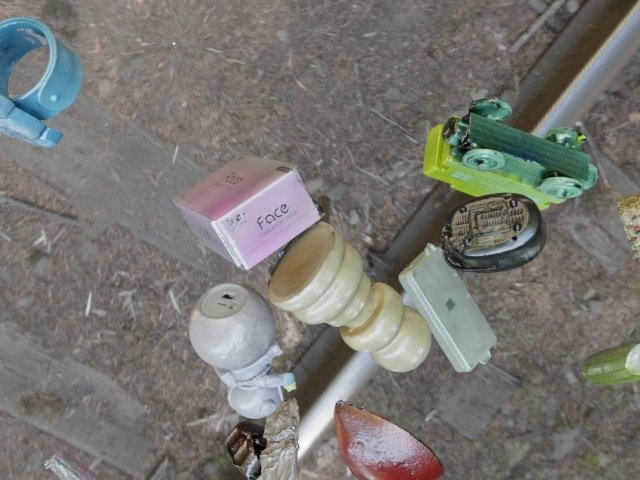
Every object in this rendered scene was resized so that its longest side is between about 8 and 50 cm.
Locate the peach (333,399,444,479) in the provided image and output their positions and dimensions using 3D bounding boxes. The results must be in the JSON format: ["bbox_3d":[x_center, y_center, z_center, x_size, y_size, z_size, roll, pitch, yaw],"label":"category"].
[{"bbox_3d":[0.110,0.391,1.298,0.189,0.068,0.279,-23,123,42],"label":"peach"}]

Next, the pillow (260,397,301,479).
[{"bbox_3d":[-0.101,0.515,1.757,0.049,0.135,0.248,17,62,-39],"label":"pillow"}]

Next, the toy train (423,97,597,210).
[{"bbox_3d":[0.469,-0.202,1.813,0.442,0.272,0.179,16,72,-20],"label":"toy train"}]

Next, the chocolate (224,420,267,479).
[{"bbox_3d":[-0.168,0.537,1.870,0.125,0.148,0.080,3,128,-36],"label":"chocolate"}]

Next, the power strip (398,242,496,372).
[{"bbox_3d":[0.259,0.137,1.453,0.118,0.046,0.270,-38,100,-35],"label":"power strip"}]

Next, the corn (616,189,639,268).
[{"bbox_3d":[0.536,0.034,1.125,0.080,0.079,0.237,-23,79,-5],"label":"corn"}]

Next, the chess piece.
[{"bbox_3d":[0.060,0.097,1.051,0.261,0.143,0.142,36,95,-25],"label":"chess piece"}]

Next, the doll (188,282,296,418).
[{"bbox_3d":[-0.131,0.205,1.234,0.151,0.151,0.287,-18,130,-6],"label":"doll"}]

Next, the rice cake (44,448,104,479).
[{"bbox_3d":[-0.433,0.509,1.432,0.270,0.049,0.055,37,134,-2],"label":"rice cake"}]

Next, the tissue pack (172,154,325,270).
[{"bbox_3d":[-0.120,-0.050,1.098,0.148,0.246,0.092,-36,113,-16],"label":"tissue pack"}]

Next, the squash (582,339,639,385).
[{"bbox_3d":[0.543,0.221,1.284,0.069,0.239,0.069,3,73,-9],"label":"squash"}]

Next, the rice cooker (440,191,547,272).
[{"bbox_3d":[0.268,-0.011,1.122,0.165,0.112,0.106,-11,153,14],"label":"rice cooker"}]

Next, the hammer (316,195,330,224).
[{"bbox_3d":[0.000,0.000,1.801,0.044,0.440,0.168,18,117,-8],"label":"hammer"}]

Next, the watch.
[{"bbox_3d":[-0.521,-0.280,1.231,0.211,0.211,0.193,22,81,-16],"label":"watch"}]
